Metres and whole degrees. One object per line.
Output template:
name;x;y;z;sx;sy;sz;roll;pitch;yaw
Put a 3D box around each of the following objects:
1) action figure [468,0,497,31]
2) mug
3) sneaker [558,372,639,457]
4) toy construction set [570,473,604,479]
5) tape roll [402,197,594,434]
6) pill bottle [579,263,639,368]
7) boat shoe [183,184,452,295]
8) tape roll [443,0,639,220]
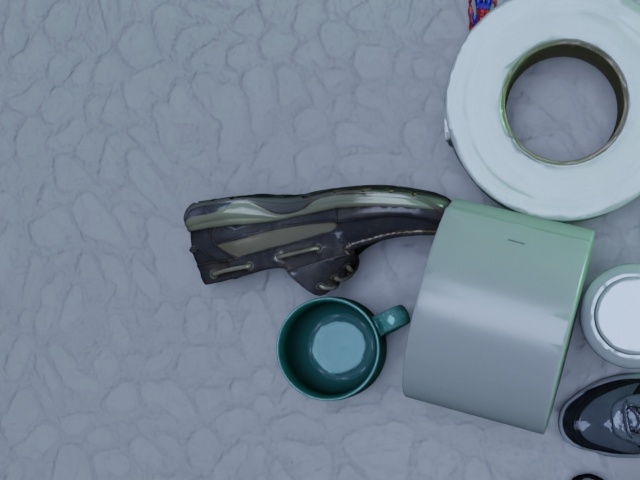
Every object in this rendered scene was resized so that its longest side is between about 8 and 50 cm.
action figure;0.208;-0.305;1.487;0.038;0.030;0.115;4;89;9
mug;0.031;0.137;1.461;0.158;0.097;0.129;7;87;13
sneaker;0.409;0.204;1.340;0.268;0.153;0.101;-5;85;13
toy construction set;0.384;0.405;1.289;0.257;0.237;0.309;-21;82;11
tape roll;0.209;0.087;1.349;0.169;0.246;0.246;15;90;13
pill bottle;0.356;0.087;1.329;0.117;0.215;0.117;-1;86;13
boat shoe;0.000;0.000;1.475;0.355;0.132;0.130;-3;95;21
tape roll;0.293;-0.162;1.411;0.286;0.100;0.286;0;90;9
